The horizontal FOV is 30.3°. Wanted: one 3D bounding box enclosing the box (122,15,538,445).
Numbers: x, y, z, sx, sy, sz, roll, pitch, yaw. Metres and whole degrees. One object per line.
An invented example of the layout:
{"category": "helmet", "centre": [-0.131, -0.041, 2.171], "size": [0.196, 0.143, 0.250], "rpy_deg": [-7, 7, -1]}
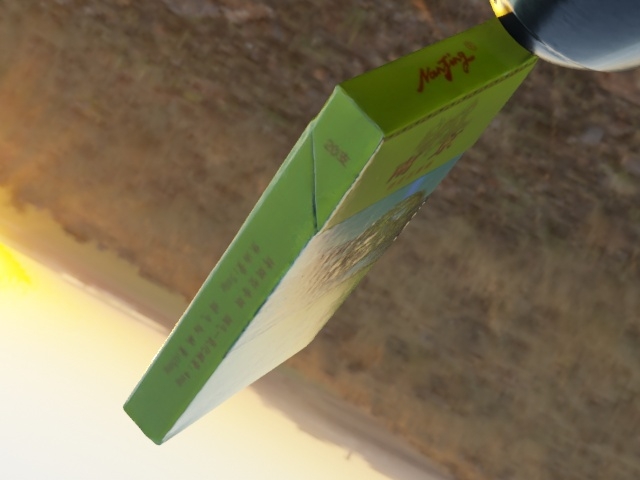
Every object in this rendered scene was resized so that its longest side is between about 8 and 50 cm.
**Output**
{"category": "box", "centre": [0.000, 0.000, 0.792], "size": [0.047, 0.187, 0.335], "rpy_deg": [47, 132, 12]}

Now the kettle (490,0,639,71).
{"category": "kettle", "centre": [0.173, -0.190, 0.609], "size": [0.250, 0.207, 0.271], "rpy_deg": [-7, 156, -35]}
